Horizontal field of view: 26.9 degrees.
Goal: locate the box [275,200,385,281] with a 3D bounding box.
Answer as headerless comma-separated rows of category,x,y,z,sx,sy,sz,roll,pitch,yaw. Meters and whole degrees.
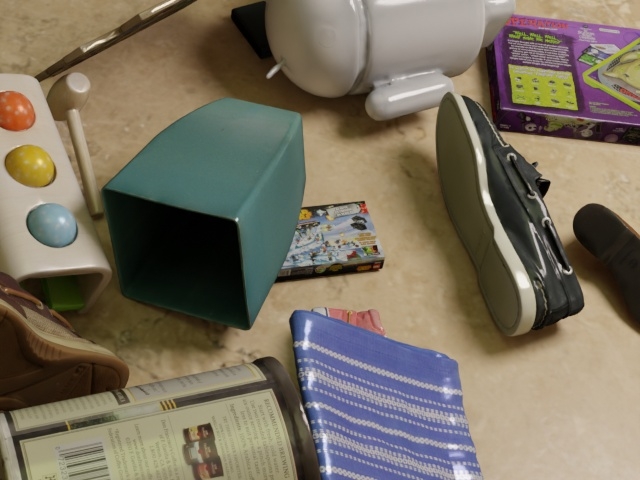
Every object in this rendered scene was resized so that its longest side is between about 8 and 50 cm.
box,0.000,0.000,1.614,0.137,0.027,0.094,-6,51,-14

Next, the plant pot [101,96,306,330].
plant pot,-0.111,-0.049,1.534,0.165,0.166,0.234,14,44,19

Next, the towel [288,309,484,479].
towel,0.088,0.230,1.345,0.243,0.040,0.336,22,39,-37

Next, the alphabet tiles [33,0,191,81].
alphabet tiles,-0.199,-0.291,1.693,0.342,0.285,0.011,-35,102,-31

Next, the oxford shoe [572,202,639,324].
oxford shoe,0.397,0.041,1.628,0.212,0.076,0.076,57,22,21

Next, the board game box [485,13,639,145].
board game box,0.407,-0.221,1.869,0.347,0.056,0.208,6,53,-5

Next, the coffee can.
coffee can,-0.159,0.234,1.268,0.275,0.201,0.201,-10,52,-17

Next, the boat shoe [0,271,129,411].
boat shoe,-0.332,0.091,1.317,0.123,0.342,0.123,-52,56,8

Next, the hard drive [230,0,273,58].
hard drive,-0.045,-0.306,1.875,0.135,0.022,0.094,-19,55,-24

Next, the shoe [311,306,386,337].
shoe,0.037,0.145,1.471,0.081,0.063,0.178,-1,46,-7

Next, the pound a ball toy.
pound a ball toy,-0.314,-0.077,1.523,0.208,0.136,0.319,-4,58,-36

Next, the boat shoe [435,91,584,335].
boat shoe,0.233,-0.042,1.628,0.113,0.127,0.340,-6,52,-16

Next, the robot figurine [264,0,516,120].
robot figurine,0.078,-0.300,1.773,0.353,0.200,0.300,-11,69,-20
